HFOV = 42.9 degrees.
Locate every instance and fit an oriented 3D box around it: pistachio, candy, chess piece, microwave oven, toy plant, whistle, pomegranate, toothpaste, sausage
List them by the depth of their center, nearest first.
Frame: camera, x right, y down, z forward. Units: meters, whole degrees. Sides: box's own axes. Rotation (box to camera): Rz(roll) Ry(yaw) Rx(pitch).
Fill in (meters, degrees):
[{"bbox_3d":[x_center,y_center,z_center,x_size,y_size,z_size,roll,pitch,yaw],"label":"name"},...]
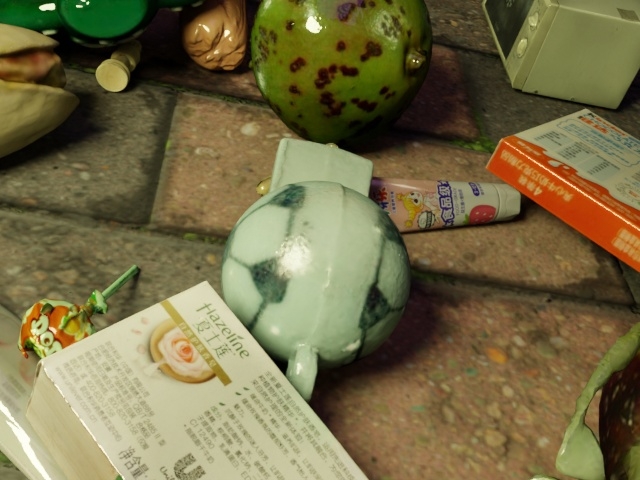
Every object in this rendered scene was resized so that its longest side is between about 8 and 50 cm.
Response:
[{"bbox_3d":[-0.241,0.078,0.575,0.323,0.066,0.100,36,38,12],"label":"toothpaste"},{"bbox_3d":[-0.170,0.048,0.618,0.049,0.055,0.184,-24,11,14],"label":"candy"},{"bbox_3d":[0.000,0.000,0.669,0.163,0.163,0.289,12,54,-6],"label":"whistle"},{"bbox_3d":[-0.324,-0.131,0.721,0.215,0.144,0.144,-23,54,-35],"label":"pistachio"},{"bbox_3d":[0.117,-0.039,0.847,0.194,0.043,0.067,-3,82,-22],"label":"toothpaste"},{"bbox_3d":[-0.237,-0.268,0.886,0.233,0.112,0.243,-2,25,15],"label":"toy plant"},{"bbox_3d":[0.003,-0.211,0.893,0.263,0.211,0.211,16,33,39],"label":"pomegranate"},{"bbox_3d":[-0.223,-0.204,0.921,0.035,0.035,0.092,15,36,-4],"label":"chess piece"},{"bbox_3d":[-0.136,-0.313,1.032,0.086,0.086,0.289,5,42,-15],"label":"sausage"},{"bbox_3d":[0.355,-0.317,1.173,0.194,0.145,0.240,11,41,-12],"label":"microwave oven"}]

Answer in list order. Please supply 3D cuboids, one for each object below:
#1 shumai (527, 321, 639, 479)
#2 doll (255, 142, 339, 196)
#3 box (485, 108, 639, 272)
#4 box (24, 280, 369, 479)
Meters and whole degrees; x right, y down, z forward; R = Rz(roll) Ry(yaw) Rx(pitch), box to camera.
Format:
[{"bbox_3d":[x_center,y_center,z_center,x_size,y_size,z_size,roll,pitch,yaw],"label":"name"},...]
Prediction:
[{"bbox_3d":[0.324,0.158,0.504,0.395,0.395,0.348,-15,29,-33],"label":"shumai"},{"bbox_3d":[-0.016,-0.063,0.819,0.093,0.051,0.061,-23,85,-41],"label":"doll"},{"bbox_3d":[0.358,-0.048,0.916,0.273,0.048,0.265,38,35,23],"label":"box"},{"bbox_3d":[-0.076,0.139,0.523,0.135,0.081,0.199,-26,71,-41],"label":"box"}]
